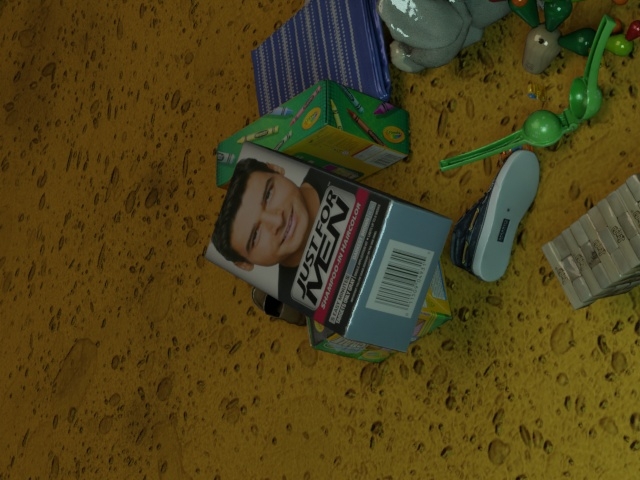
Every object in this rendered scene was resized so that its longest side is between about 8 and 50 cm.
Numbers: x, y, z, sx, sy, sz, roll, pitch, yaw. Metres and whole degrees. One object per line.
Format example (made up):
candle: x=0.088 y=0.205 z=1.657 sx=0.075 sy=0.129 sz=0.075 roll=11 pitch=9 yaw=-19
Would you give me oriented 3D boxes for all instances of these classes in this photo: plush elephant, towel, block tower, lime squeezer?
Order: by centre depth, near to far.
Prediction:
block tower: x=0.402 y=-0.043 z=1.564 sx=0.335 sy=0.097 sz=0.091 roll=-43 pitch=65 yaw=43
lime squeezer: x=0.294 y=-0.164 z=1.783 sx=0.310 sy=0.110 sz=0.059 roll=-41 pitch=62 yaw=34
plush elephant: x=0.155 y=-0.390 z=1.932 sx=0.330 sy=0.255 sz=0.272 roll=14 pitch=87 yaw=54
towel: x=-0.001 y=-0.272 z=2.243 sx=0.336 sy=0.040 sz=0.243 roll=-30 pitch=62 yaw=50

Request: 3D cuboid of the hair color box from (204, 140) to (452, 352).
hair color box: x=0.000 y=0.000 z=1.878 sx=0.374 sy=0.113 sz=0.185 roll=25 pitch=97 yaw=54

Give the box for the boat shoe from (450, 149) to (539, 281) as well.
boat shoe: x=0.228 y=-0.040 z=1.859 sx=0.083 sy=0.065 sz=0.183 roll=24 pitch=96 yaw=56

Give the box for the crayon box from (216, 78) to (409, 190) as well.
crayon box: x=-0.016 y=-0.140 z=2.133 sx=0.278 sy=0.165 sz=0.081 roll=-25 pitch=57 yaw=45

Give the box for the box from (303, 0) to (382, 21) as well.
box: x=0.048 y=-0.419 z=2.268 sx=0.186 sy=0.038 sz=0.145 roll=14 pitch=88 yaw=53

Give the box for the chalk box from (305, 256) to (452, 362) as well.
chalk box: x=0.063 y=0.087 z=1.971 sx=0.213 sy=0.132 sz=0.132 roll=-35 pitch=51 yaw=41

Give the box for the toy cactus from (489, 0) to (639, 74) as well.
toy cactus: x=0.304 y=-0.280 z=1.806 sx=0.112 sy=0.219 sz=0.180 roll=-59 pitch=-9 yaw=-34

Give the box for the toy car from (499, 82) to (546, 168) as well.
toy car: x=0.265 y=-0.155 z=1.876 sx=0.060 sy=0.040 sz=0.122 roll=-1 pitch=76 yaw=53

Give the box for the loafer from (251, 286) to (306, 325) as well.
loafer: x=-0.072 y=0.094 z=2.210 sx=0.148 sy=0.050 sz=0.056 roll=20 pitch=93 yaw=54
